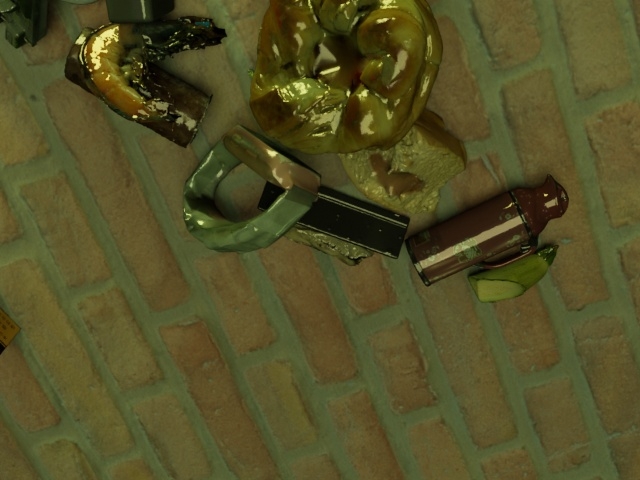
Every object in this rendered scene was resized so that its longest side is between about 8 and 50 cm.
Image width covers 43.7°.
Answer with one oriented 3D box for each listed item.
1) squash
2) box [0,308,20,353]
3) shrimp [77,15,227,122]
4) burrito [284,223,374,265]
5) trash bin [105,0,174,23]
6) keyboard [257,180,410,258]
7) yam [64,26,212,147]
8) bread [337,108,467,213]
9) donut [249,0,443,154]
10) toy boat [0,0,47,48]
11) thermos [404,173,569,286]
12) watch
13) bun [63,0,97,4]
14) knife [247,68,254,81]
[{"bbox_3d":[0.414,0.071,1.665,0.200,0.075,0.090,-26,116,12],"label":"squash"},{"bbox_3d":[-0.749,0.204,1.683,0.070,0.237,0.152,-36,105,11],"label":"box"},{"bbox_3d":[-0.287,-0.318,1.462,0.291,0.054,0.222,-20,74,-24],"label":"shrimp"},{"bbox_3d":[0.001,-0.002,1.667,0.230,0.058,0.063,19,106,-7],"label":"burrito"},{"bbox_3d":[-0.330,-0.517,1.416,0.101,0.176,0.236,0,114,6],"label":"trash bin"},{"bbox_3d":[0.030,-0.057,1.643,0.310,0.018,0.100,19,80,-5],"label":"keyboard"},{"bbox_3d":[-0.348,-0.290,1.535,0.280,0.131,0.131,29,110,-7],"label":"yam"},{"bbox_3d":[0.153,-0.184,1.578,0.183,0.224,0.211,-49,60,24],"label":"bread"},{"bbox_3d":[0.034,-0.315,1.424,0.361,0.170,0.360,2,94,31],"label":"donut"},{"bbox_3d":[-0.546,-0.469,1.399,0.141,0.092,0.319,45,151,1],"label":"toy boat"},{"bbox_3d":[0.348,-0.011,1.611,0.330,0.109,0.136,-26,83,12],"label":"thermos"},{"bbox_3d":[-0.153,-0.085,1.551,0.162,0.253,0.241,25,101,-52],"label":"watch"},{"bbox_3d":[-0.449,-0.506,1.466,0.141,0.083,0.140,-20,140,-18],"label":"bun"},{"bbox_3d":[-0.087,-0.264,1.584,0.022,0.026,0.184,-33,110,18],"label":"knife"}]
